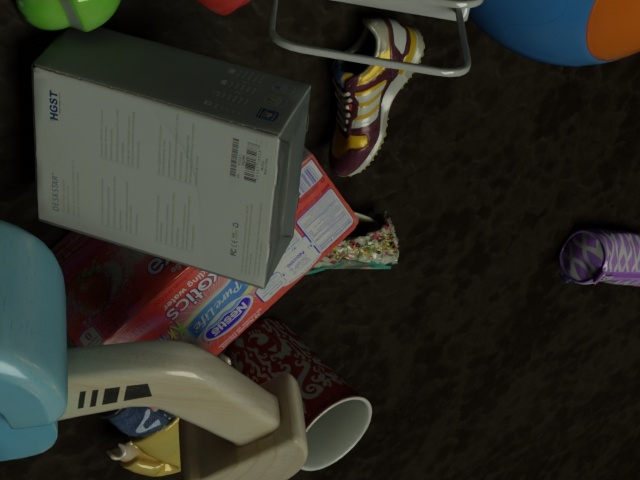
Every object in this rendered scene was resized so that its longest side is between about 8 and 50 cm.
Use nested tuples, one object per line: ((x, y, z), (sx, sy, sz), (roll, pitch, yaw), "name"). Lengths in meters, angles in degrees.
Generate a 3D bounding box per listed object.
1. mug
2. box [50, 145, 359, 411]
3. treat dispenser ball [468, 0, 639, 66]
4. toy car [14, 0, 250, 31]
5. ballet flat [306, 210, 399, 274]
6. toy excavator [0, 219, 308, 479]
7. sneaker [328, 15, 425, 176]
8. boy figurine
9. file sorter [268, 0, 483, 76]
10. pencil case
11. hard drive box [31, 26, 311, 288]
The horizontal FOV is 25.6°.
((-0.030, 0.190, 1.714), (0.113, 0.169, 0.150), (-35, 144, -15), "mug")
((-0.129, 0.009, 1.454), (0.300, 0.142, 0.154), (-43, 145, -3), "box")
((0.254, -0.317, 1.389), (0.288, 0.288, 0.288), (-27, 141, -24), "treat dispenser ball")
((-0.155, -0.238, 1.229), (0.225, 0.053, 0.239), (-29, 151, -8), "toy car")
((0.000, 0.000, 1.649), (0.241, 0.091, 0.077), (-4, 98, -49), "ballet flat")
((-0.250, 0.116, 1.212), (0.445, 0.222, 0.433), (-8, 141, 1), "toy excavator")
((0.037, -0.158, 1.531), (0.084, 0.069, 0.185), (9, 113, -39), "sneaker")
((-0.166, 0.204, 1.659), (0.177, 0.092, 0.285), (-44, 146, -3), "boy figurine")
((0.064, -0.298, 1.185), (0.192, 0.173, 0.278), (9, 122, -4), "file sorter")
((0.443, 0.029, 2.103), (0.206, 0.088, 0.086), (1, 127, -47), "pencil case")
((-0.137, -0.077, 1.277), (0.089, 0.232, 0.181), (-63, 166, -47), "hard drive box")
